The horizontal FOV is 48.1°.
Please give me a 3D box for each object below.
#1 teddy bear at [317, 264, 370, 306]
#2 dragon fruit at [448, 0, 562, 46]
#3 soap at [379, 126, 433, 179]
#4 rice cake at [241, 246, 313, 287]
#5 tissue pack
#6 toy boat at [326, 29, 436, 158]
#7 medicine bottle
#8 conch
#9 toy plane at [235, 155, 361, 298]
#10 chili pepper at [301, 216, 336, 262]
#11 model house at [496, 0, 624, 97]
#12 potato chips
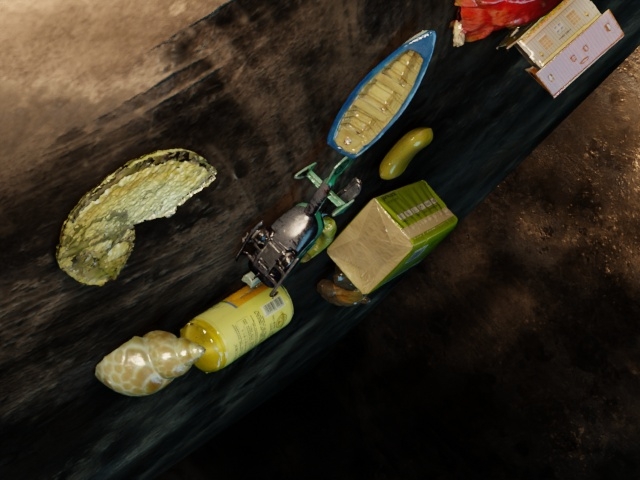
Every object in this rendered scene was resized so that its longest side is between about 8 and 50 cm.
[{"bbox_3d":[0.086,0.106,1.995,0.177,0.140,0.190,-35,158,-14],"label":"teddy bear"},{"bbox_3d":[0.343,-0.408,1.076,0.343,0.100,0.282,-41,172,2],"label":"dragon fruit"},{"bbox_3d":[0.170,-0.178,1.447,0.089,0.045,0.140,-20,157,-53],"label":"soap"},{"bbox_3d":[-0.083,0.042,1.468,0.180,0.030,0.042,-33,169,-30],"label":"rice cake"},{"bbox_3d":[0.181,-0.014,1.766,0.200,0.167,0.275,-47,168,33],"label":"tissue pack"},{"bbox_3d":[0.092,-0.217,1.042,0.229,0.080,0.046,-52,-161,30],"label":"toy boat"},{"bbox_3d":[-0.173,0.171,1.450,0.239,0.124,0.124,-29,163,-41],"label":"medicine bottle"},{"bbox_3d":[-0.303,0.219,1.260,0.173,0.106,0.116,-17,138,-30],"label":"conch"},{"bbox_3d":[-0.036,-0.025,1.239,0.155,0.106,0.381,-39,168,-42],"label":"toy plane"},{"bbox_3d":[0.001,0.000,1.560,0.049,0.043,0.208,-49,174,-30],"label":"chili pepper"},{"bbox_3d":[0.440,-0.367,1.254,0.219,0.136,0.207,-41,-173,16],"label":"model house"},{"bbox_3d":[-0.222,-0.025,0.838,0.220,0.029,0.202,-51,164,28],"label":"potato chips"}]
